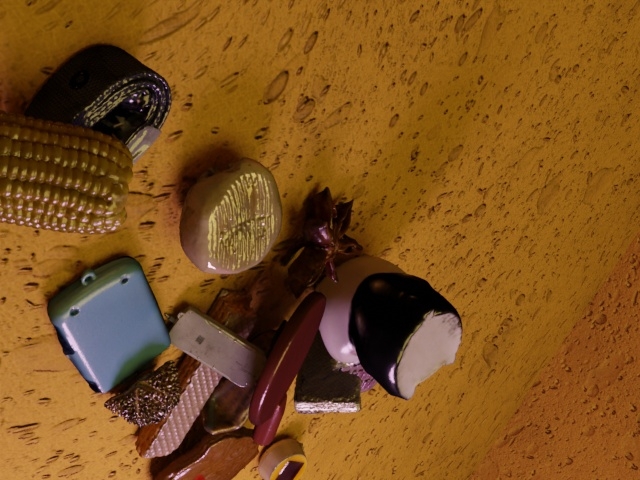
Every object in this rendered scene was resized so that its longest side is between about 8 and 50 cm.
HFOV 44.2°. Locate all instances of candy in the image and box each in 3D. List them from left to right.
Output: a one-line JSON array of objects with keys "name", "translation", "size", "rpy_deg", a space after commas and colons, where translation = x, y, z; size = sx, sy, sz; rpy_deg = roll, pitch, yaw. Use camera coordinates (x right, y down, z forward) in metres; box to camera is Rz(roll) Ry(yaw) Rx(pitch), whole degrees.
[{"name": "candy", "translation": [-0.144, 0.274, 1.631], "size": [0.271, 0.101, 0.143], "rpy_deg": [-55, 177, 0]}]

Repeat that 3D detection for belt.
[{"name": "belt", "translation": [-0.298, -0.139, 1.036], "size": [0.230, 0.126, 0.139], "rpy_deg": [-51, 145, -2]}]

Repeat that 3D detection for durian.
[{"name": "durian", "translation": [-0.305, 0.285, 1.429], "size": [0.148, 0.091, 0.188], "rpy_deg": [-35, -178, -1]}]

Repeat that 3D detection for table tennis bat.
[{"name": "table tennis bat", "translation": [-0.074, 0.271, 1.572], "size": [0.268, 0.051, 0.415], "rpy_deg": [-52, 165, -48]}]

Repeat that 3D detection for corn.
[{"name": "corn", "translation": [-0.385, -0.085, 0.882], "size": [0.344, 0.131, 0.131], "rpy_deg": [7, 120, -21]}]

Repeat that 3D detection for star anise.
[{"name": "star anise", "translation": [0.003, -0.002, 1.538], "size": [0.212, 0.111, 0.196], "rpy_deg": [-38, 151, -33]}]

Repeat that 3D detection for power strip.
[{"name": "power strip", "translation": [-0.198, 0.195, 1.468], "size": [0.226, 0.029, 0.080], "rpy_deg": [36, 100, -21]}]

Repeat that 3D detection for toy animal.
[{"name": "toy animal", "translation": [0.127, 0.155, 1.652], "size": [0.250, 0.310, 0.251], "rpy_deg": [-23, 128, -33]}]

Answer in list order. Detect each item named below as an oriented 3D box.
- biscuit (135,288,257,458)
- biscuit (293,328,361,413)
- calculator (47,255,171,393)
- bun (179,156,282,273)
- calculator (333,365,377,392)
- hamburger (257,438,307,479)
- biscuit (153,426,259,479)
[{"name": "biscuit", "translation": [-0.244, 0.269, 1.551], "size": [0.094, 0.054, 0.379], "rpy_deg": [17, 108, -55]}, {"name": "biscuit", "translation": [0.023, 0.276, 1.751], "size": [0.250, 0.147, 0.046], "rpy_deg": [-82, 170, -49]}, {"name": "calculator", "translation": [-0.347, 0.146, 1.314], "size": [0.173, 0.051, 0.293], "rpy_deg": [-34, 143, -21]}, {"name": "bun", "translation": [-0.156, -0.048, 1.295], "size": [0.178, 0.127, 0.193], "rpy_deg": [-20, 125, -38]}, {"name": "calculator", "translation": [0.077, 0.309, 1.962], "size": [0.294, 0.043, 0.194], "rpy_deg": [6, 116, -45]}, {"name": "hamburger", "translation": [-0.093, 0.557, 1.983], "size": [0.141, 0.081, 0.127], "rpy_deg": [3, 118, -37]}, {"name": "biscuit", "translation": [-0.246, 0.506, 1.732], "size": [0.257, 0.049, 0.273], "rpy_deg": [-39, 155, 0]}]
